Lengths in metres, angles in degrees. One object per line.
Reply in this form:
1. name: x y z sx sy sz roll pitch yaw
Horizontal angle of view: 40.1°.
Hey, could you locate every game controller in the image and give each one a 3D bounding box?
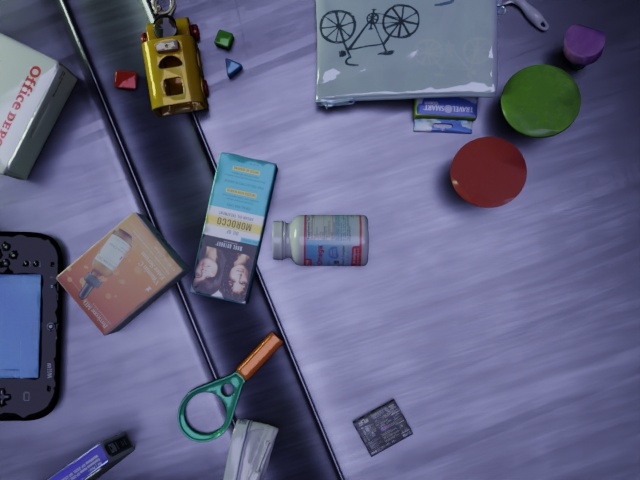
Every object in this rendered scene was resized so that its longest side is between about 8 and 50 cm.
1. game controller: -0.524 0.144 1.484 0.166 0.067 0.319 1 89 0

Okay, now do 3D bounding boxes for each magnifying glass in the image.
1. magnifying glass: -0.152 0.249 1.503 0.092 0.026 0.231 43 88 1

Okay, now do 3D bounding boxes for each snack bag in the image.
1. snack bag: 0.150 -0.394 1.488 0.323 0.037 0.342 -1 84 9

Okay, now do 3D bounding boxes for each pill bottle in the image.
1. pill bottle: 0.000 0.000 1.481 0.160 0.087 0.087 0 88 0

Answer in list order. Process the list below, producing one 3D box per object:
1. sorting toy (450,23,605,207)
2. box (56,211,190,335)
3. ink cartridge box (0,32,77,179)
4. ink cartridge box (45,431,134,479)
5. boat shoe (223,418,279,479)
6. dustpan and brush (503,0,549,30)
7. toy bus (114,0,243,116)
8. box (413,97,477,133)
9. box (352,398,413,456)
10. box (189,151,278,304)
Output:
1. sorting toy: 0.354 -0.195 1.480 0.127 0.126 0.365 35 84 17
2. box: -0.328 0.056 1.475 0.170 0.091 0.130 -41 89 -2
3. ink cartridge box: -0.591 -0.254 1.468 0.289 0.121 0.211 26 88 0
4. ink cartridge box: -0.413 0.393 1.405 0.206 0.208 0.045 -36 85 -2
5. boat shoe: -0.122 0.432 1.462 0.084 0.095 0.258 9 89 4
6. dustpan and brush: 0.320 -0.444 1.520 0.147 0.060 0.211 -45 82 2
7. toy bus: -0.251 -0.310 1.481 0.202 0.104 0.191 34 88 0
8. box: 0.217 -0.278 1.514 0.109 0.042 0.178 2 87 0
9. box: 0.107 0.321 1.505 0.083 0.018 0.067 -30 88 -1
10. box: -0.147 -0.020 1.494 0.101 0.060 0.244 12 88 0
